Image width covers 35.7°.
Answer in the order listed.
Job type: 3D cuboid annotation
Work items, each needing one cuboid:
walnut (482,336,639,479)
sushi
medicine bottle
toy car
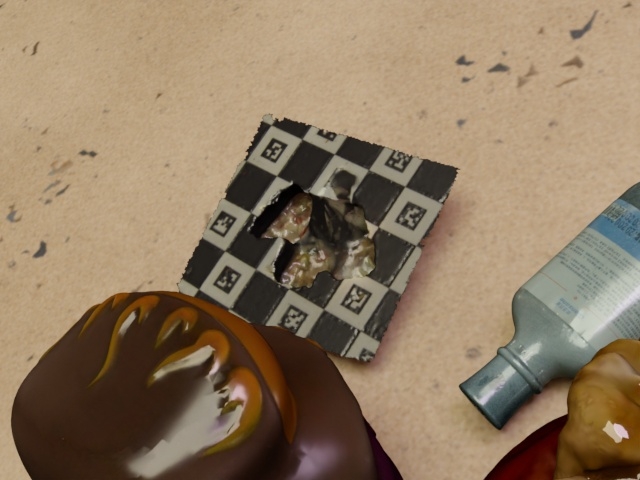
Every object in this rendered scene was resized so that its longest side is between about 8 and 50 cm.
[{"bbox_3d":[0.155,0.176,0.471,0.222,0.244,0.269,11,35,31],"label":"walnut"},{"bbox_3d":[0.000,0.000,0.842,0.210,0.040,0.192,17,74,33],"label":"sushi"},{"bbox_3d":[0.187,0.047,0.696,0.208,0.053,0.090,-42,50,-3],"label":"medicine bottle"},{"bbox_3d":[-0.106,0.197,0.621,0.271,0.240,0.340,21,66,39],"label":"toy car"}]
